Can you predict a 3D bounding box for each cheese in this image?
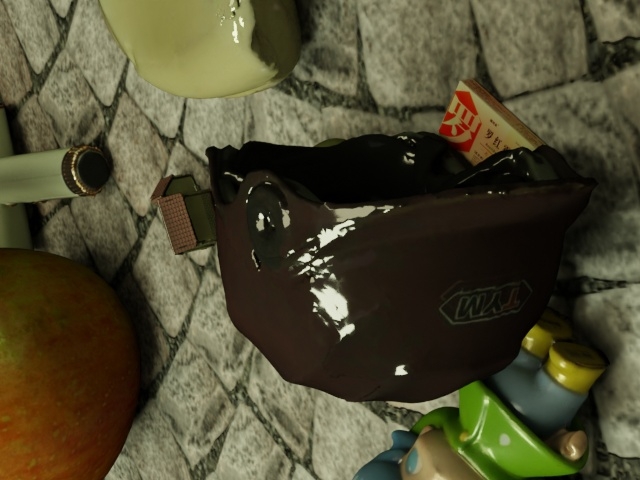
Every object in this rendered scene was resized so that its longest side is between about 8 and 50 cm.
[{"bbox_3d":[-0.101,-0.253,1.029,0.233,0.127,0.266,1,104,53],"label":"cheese"}]

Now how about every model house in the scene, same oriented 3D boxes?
[{"bbox_3d":[-0.142,-0.028,1.215,0.057,0.058,0.083,-22,85,53],"label":"model house"}]

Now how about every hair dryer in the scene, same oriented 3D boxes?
[{"bbox_3d":[-0.364,-0.072,1.454,0.362,0.128,0.203,-2,100,44],"label":"hair dryer"}]

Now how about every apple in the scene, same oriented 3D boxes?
[{"bbox_3d":[-0.370,0.170,1.377,0.339,0.339,0.340,22,119,47],"label":"apple"}]

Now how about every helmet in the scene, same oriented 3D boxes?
[{"bbox_3d":[0.045,0.024,0.812,0.305,0.225,0.177,-154,63,-63],"label":"helmet"}]

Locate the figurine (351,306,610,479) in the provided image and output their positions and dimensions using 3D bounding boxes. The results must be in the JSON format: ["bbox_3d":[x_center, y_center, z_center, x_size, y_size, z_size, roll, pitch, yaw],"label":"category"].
[{"bbox_3d":[0.120,0.174,0.898,0.162,0.143,0.263,46,117,36],"label":"figurine"}]

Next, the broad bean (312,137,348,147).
[{"bbox_3d":[0.000,0.000,1.024,0.124,0.082,0.174,58,142,23],"label":"broad bean"}]

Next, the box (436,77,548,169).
[{"bbox_3d":[0.127,-0.071,0.892,0.093,0.015,0.058,48,134,31],"label":"box"}]
